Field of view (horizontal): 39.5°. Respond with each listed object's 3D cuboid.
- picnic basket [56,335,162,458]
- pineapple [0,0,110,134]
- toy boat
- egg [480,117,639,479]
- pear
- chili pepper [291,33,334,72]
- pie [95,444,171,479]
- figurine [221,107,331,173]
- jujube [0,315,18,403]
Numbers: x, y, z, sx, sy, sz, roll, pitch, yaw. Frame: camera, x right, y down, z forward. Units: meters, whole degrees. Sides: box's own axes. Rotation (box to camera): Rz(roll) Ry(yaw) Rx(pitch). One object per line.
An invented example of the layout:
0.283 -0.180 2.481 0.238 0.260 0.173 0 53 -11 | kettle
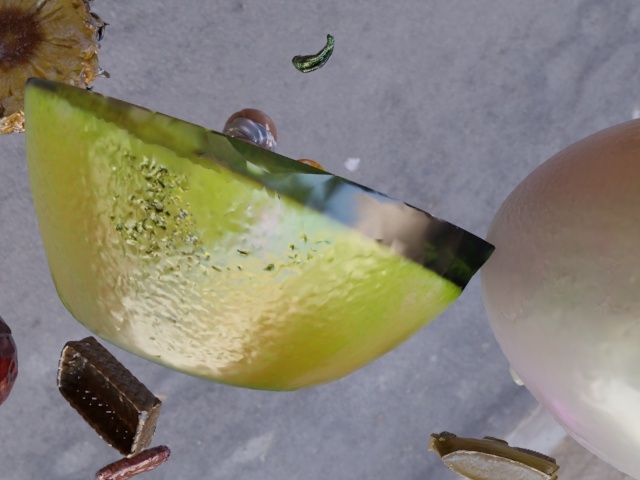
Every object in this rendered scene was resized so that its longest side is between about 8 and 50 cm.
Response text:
-0.308 0.225 1.304 0.055 0.193 0.110 -15 132 -48 | picnic basket
-0.324 -0.212 0.952 0.221 0.221 0.047 -40 174 -12 | pineapple
0.195 0.250 1.015 0.049 0.149 0.047 -42 140 -67 | toy boat
0.317 0.043 0.836 0.354 0.340 0.354 -18 116 -42 | egg
-0.078 0.017 0.734 0.399 0.399 0.165 20 89 -46 | pear
-0.016 -0.372 1.817 0.035 0.055 0.118 2 161 -42 | chili pepper
-0.353 0.424 1.683 0.154 0.036 0.154 -21 166 -5 | pie
-0.124 -0.101 2.008 0.276 0.388 0.248 -50 173 7 | figurine
-0.530 0.180 1.283 0.197 0.290 0.197 1 86 -12 | jujube
